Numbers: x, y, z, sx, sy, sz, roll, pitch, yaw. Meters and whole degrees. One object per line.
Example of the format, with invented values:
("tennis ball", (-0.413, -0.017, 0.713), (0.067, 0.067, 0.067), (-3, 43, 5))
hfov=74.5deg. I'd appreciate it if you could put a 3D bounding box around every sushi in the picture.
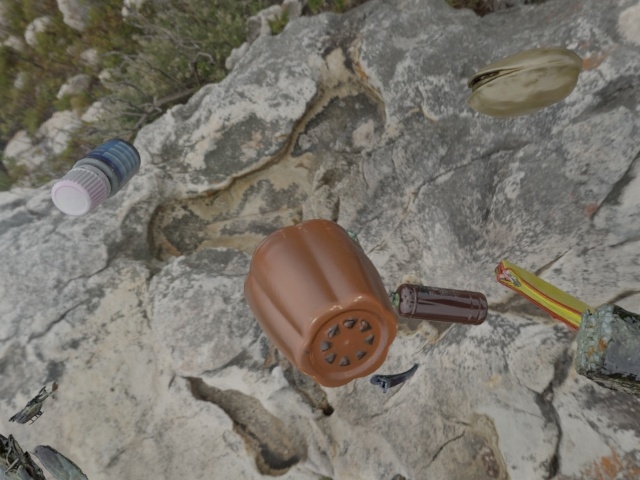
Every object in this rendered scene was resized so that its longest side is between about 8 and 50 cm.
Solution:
("sushi", (0.509, 0.187, 0.707), (0.126, 0.225, 0.136), (12, 81, 17))

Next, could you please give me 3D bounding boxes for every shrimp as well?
("shrimp", (-0.288, 0.245, 0.436), (0.161, 0.034, 0.091), (45, 97, 3))

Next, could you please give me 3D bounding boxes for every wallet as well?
("wallet", (0.533, 0.137, 1.008), (0.241, 0.141, 0.067), (33, 107, 15))

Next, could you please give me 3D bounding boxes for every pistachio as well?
("pistachio", (0.449, -0.353, 0.942), (0.238, 0.153, 0.137), (-6, 75, 37))

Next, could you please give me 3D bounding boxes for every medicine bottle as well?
("medicine bottle", (-0.396, -0.115, 0.755), (0.084, 0.203, 0.083), (-1, 122, -1))

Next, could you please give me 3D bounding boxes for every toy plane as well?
("toy plane", (-0.667, 0.386, 0.988), (0.031, 0.120, 0.049), (18, 125, 15))

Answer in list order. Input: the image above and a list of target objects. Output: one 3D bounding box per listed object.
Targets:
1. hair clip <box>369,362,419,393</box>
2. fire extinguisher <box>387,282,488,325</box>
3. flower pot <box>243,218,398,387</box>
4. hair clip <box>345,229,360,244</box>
("hair clip", (0.311, 0.531, 1.643), (0.083, 0.275, 0.048), (21, 106, 46))
("fire extinguisher", (0.299, 0.181, 1.236), (0.345, 0.138, 0.101), (7, 89, -9))
("flower pot", (0.005, 0.089, 0.556), (0.190, 0.191, 0.173), (-51, 31, 9))
("hair clip", (-0.001, 0.001, 1.058), (0.229, 0.036, 0.065), (4, 119, 43))
